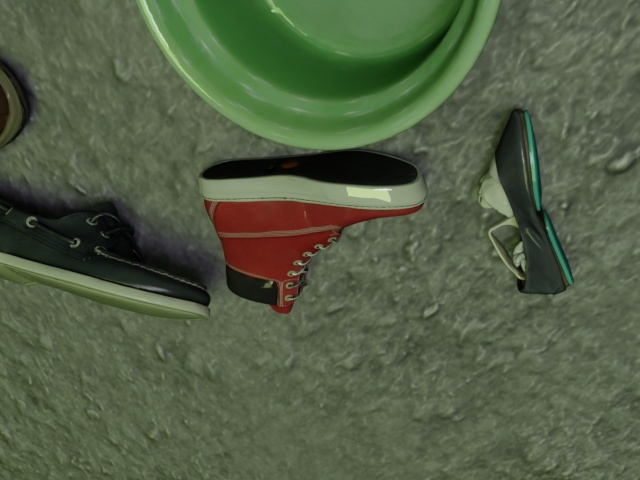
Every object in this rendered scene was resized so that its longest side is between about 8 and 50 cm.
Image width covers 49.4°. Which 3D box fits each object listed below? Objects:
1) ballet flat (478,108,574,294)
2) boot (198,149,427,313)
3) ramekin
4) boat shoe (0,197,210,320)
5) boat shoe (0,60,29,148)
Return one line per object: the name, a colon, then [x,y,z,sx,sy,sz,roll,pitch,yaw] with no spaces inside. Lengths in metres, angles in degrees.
ballet flat: [0.197,-0.029,0.694,0.074,0.074,0.203,-15,115,19]
boot: [0.000,0.000,0.745,0.244,0.088,0.176,0,117,22]
ramekin: [0.008,-0.239,0.549,0.304,0.148,0.303,14,127,19]
boat shoe: [-0.274,0.006,0.797,0.340,0.113,0.127,12,163,16]
boat shoe: [-0.470,-0.089,0.778,0.324,0.120,0.122,-36,99,25]
